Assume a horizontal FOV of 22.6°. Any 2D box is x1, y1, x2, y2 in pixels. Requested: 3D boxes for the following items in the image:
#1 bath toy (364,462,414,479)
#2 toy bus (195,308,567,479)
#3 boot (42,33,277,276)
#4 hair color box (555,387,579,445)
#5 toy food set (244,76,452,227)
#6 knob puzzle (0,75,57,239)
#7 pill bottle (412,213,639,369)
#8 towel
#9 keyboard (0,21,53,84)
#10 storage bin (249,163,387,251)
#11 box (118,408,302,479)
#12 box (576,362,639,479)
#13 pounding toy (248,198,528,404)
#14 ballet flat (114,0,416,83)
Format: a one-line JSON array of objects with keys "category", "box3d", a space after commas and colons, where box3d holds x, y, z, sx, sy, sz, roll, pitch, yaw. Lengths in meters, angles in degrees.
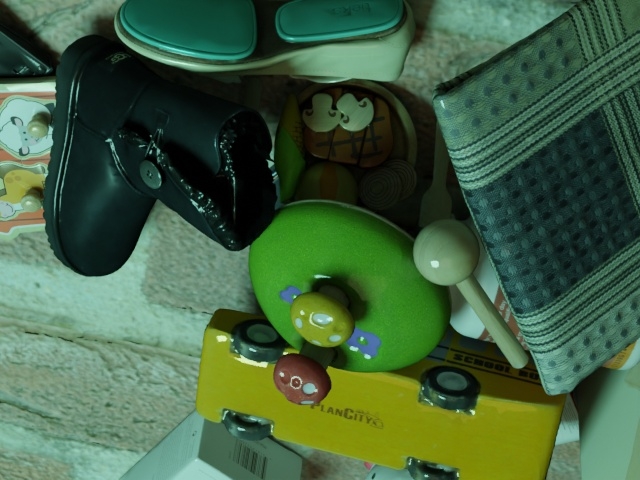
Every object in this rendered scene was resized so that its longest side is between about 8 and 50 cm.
[{"category": "bath toy", "box3d": [0.078, 0.357, 1.697, 0.151, 0.129, 0.348, -26, 138, -30]}, {"category": "toy bus", "box3d": [0.059, 0.135, 1.494, 0.332, 0.130, 0.108, 13, 121, 8]}, {"category": "boot", "box3d": [-0.137, -0.035, 1.369, 0.207, 0.094, 0.247, 31, 130, 32]}, {"category": "hair color box", "box3d": [0.187, 0.174, 1.588, 0.141, 0.043, 0.072, -15, 124, 15]}, {"category": "toy food set", "box3d": [0.022, -0.077, 1.374, 0.192, 0.038, 0.132, 6, 86, 1]}, {"category": "knob puzzle", "box3d": [-0.300, -0.067, 1.440, 0.213, 0.030, 0.213, -1, 134, -1]}, {"category": "pill bottle", "box3d": [0.187, 0.037, 1.434, 0.216, 0.121, 0.121, 12, 128, -4]}, {"category": "towel", "box3d": [0.261, -0.077, 1.296, 0.324, 0.056, 0.312, -33, 121, -12]}, {"category": "keyboard", "box3d": [-0.313, -0.122, 1.424, 0.180, 0.023, 0.108, -34, 125, 28]}, {"category": "storage bin", "box3d": [0.000, 0.000, 1.444, 0.135, 0.091, 0.098, 38, 122, -22]}, {"category": "box", "box3d": [-0.122, 0.270, 1.662, 0.130, 0.091, 0.170, 35, 123, -20]}, {"category": "box", "box3d": [0.323, 0.219, 1.438, 0.148, 0.311, 0.121, 26, 126, -14]}, {"category": "pounding toy", "box3d": [0.029, 0.069, 1.321, 0.236, 0.110, 0.183, 1, 132, 32]}, {"category": "ballet flat", "box3d": [-0.045, -0.163, 1.338, 0.248, 0.086, 0.086, 2, 127, 4]}]
